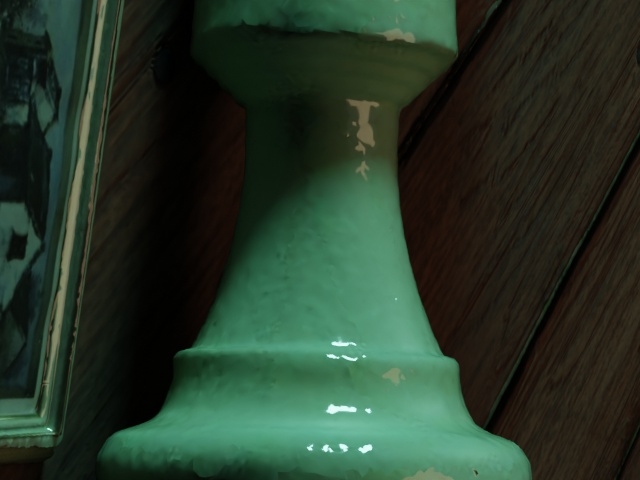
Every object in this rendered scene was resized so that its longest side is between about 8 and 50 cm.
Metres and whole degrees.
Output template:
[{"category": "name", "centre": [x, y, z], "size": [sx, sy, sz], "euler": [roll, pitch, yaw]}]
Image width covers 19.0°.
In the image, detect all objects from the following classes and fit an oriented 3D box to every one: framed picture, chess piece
[{"category": "framed picture", "centre": [-0.140, -0.054, 0.725], "size": [0.232, 0.019, 0.296], "euler": [6, 93, -64]}, {"category": "chess piece", "centre": [0.000, 0.000, 0.865], "size": [0.194, 0.195, 0.299], "euler": [14, 77, -64]}]
